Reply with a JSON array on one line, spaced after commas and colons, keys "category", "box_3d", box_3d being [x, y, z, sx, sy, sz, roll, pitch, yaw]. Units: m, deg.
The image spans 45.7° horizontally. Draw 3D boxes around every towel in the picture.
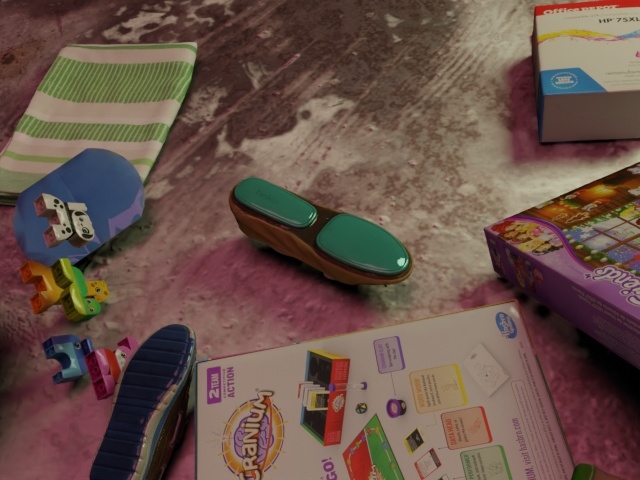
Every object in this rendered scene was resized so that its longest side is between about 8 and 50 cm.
[{"category": "towel", "box_3d": [-0.327, -0.176, 1.089, 0.248, 0.038, 0.324, 3, 51, 15]}]

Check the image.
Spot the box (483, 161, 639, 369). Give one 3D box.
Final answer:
[{"category": "box", "box_3d": [0.305, 0.015, 0.675, 0.201, 0.057, 0.293, -23, 22, -9]}]

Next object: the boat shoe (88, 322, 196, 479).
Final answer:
[{"category": "boat shoe", "box_3d": [-0.163, 0.169, 0.733, 0.066, 0.066, 0.183, 8, 58, 22]}]

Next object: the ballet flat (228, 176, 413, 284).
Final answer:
[{"category": "ballet flat", "box_3d": [0.000, 0.000, 0.839, 0.232, 0.073, 0.080, 28, 53, 25]}]

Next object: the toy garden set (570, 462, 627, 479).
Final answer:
[{"category": "toy garden set", "box_3d": [0.263, 0.289, 0.494, 0.244, 0.049, 0.203, 23, 63, 10]}]

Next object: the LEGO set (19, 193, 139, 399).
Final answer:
[{"category": "LEGO set", "box_3d": [-0.253, 0.069, 0.828, 0.087, 0.093, 0.227, -33, 72, 31]}]

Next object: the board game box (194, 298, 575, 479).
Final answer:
[{"category": "board game box", "box_3d": [0.049, 0.192, 0.664, 0.317, 0.064, 0.242, -11, 48, 4]}]

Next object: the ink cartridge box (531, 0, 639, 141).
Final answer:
[{"category": "ink cartridge box", "box_3d": [0.336, -0.229, 0.948, 0.134, 0.078, 0.231, -1, 49, 12]}]

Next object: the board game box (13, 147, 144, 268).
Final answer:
[{"category": "board game box", "box_3d": [-0.296, -0.036, 0.944, 0.169, 0.033, 0.133, -36, 66, -8]}]
